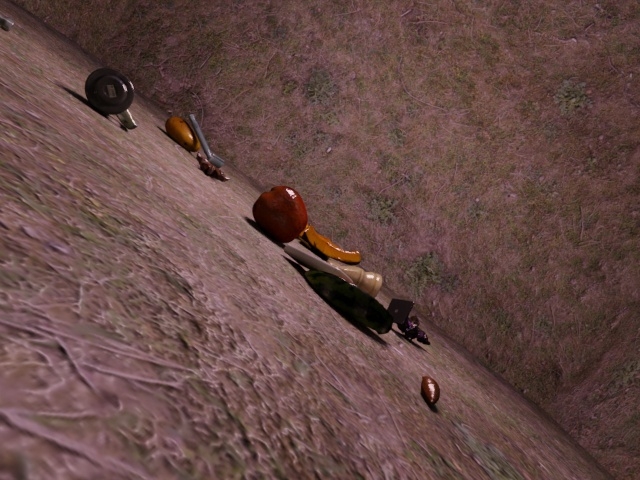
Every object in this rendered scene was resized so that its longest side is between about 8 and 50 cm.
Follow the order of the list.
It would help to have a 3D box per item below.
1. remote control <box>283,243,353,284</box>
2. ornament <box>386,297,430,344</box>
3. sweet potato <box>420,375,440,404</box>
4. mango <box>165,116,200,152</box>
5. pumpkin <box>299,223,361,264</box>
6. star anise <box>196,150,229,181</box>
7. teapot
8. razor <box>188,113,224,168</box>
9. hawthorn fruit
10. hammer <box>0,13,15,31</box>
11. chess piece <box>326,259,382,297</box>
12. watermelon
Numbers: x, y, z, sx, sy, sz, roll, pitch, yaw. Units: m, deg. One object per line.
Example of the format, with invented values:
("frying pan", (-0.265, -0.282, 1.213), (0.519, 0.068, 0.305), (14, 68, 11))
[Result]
("remote control", (-0.005, 0.064, 1.089), (0.190, 0.029, 0.087), (25, -12, 41))
("ornament", (0.269, 0.264, 1.355), (0.081, 0.088, 0.203), (9, -31, 43))
("sweet potato", (0.199, 0.272, 0.803), (0.034, 0.034, 0.095), (38, 14, -2))
("mango", (-0.559, -0.432, 1.798), (0.178, 0.090, 0.115), (48, 0, 23))
("pumpkin", (0.013, 0.010, 1.769), (0.258, 0.095, 0.290), (33, 1, -13))
("star anise", (-0.382, -0.249, 1.546), (0.141, 0.042, 0.141), (41, 2, -1))
("teapot", (-0.529, -0.369, 1.147), (0.149, 0.111, 0.108), (29, -6, -31))
("razor", (-0.468, -0.394, 1.755), (0.232, 0.068, 0.106), (63, 8, 11))
("hawthorn fruit", (-0.098, -0.054, 1.274), (0.203, 0.163, 0.162), (57, 4, 2))
("hammer", (-0.870, -0.595, 1.135), (0.159, 0.041, 0.226), (34, 5, -43))
("chess piece", (0.105, 0.120, 1.505), (0.200, 0.090, 0.090), (25, 7, -13))
("watermelon", (0.067, 0.141, 1.010), (0.245, 0.063, 0.119), (31, -13, 0))
